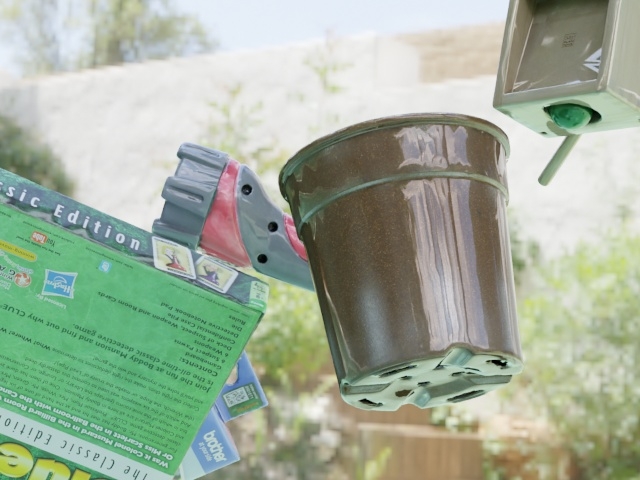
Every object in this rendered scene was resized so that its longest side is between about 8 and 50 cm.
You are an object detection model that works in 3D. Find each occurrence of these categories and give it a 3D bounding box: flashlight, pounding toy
[{"bbox_3d":[0.000,0.000,1.397,0.304,0.103,0.103,18,-35,-2],"label":"flashlight"},{"bbox_3d":[0.205,-0.128,1.174,0.100,0.141,0.130,23,-18,-40],"label":"pounding toy"}]

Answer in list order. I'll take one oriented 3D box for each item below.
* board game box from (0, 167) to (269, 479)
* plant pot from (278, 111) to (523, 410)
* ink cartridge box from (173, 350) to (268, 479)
[{"bbox_3d":[-0.165,0.023,0.587,0.259,0.136,0.030,24,25,-11],"label":"board game box"},{"bbox_3d":[0.065,0.022,1.031,0.167,0.165,0.167,-8,-22,-3],"label":"plant pot"},{"bbox_3d":[-0.207,0.198,1.520,0.311,0.065,0.186,-24,-41,-5],"label":"ink cartridge box"}]
